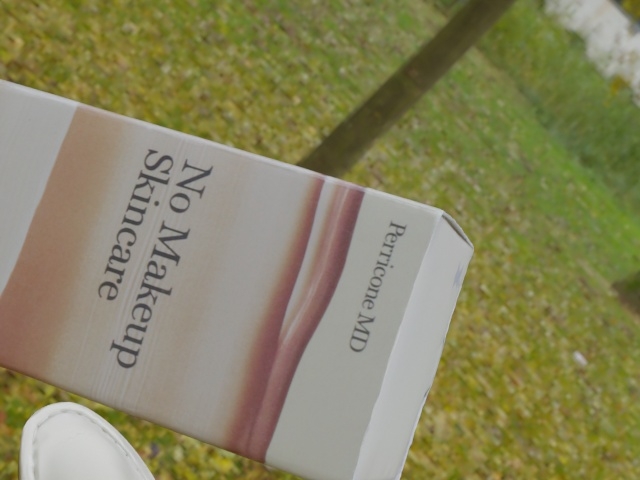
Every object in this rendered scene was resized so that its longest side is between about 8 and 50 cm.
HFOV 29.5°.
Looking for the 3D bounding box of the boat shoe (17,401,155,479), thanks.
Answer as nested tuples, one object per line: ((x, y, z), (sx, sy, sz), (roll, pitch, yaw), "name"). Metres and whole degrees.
((-0.163, 0.288, 0.981), (0.117, 0.096, 0.324), (-20, 70, -36), "boat shoe")

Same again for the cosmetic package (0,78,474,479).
((-0.083, 0.021, 0.665), (0.296, 0.153, 0.129), (16, -5, 16), "cosmetic package")
